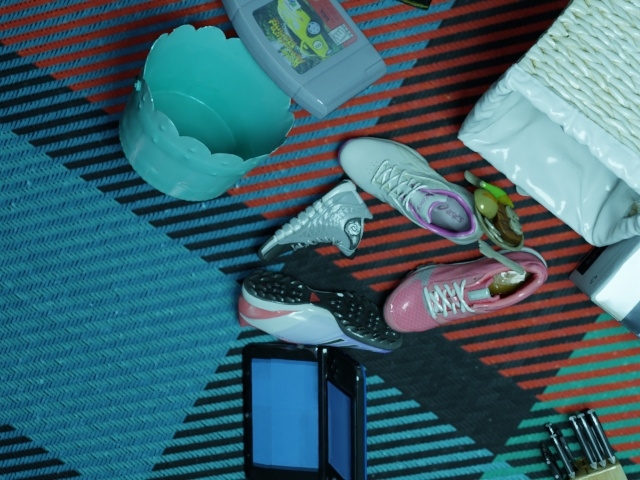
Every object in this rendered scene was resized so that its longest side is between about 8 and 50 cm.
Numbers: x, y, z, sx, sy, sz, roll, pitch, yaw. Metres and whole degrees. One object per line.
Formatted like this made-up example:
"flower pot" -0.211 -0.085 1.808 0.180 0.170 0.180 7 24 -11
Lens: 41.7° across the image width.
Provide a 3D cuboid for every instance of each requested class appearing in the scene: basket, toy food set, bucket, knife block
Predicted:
"basket" 0.448 -0.198 1.337 0.331 0.328 0.266 40 82 3
"toy food set" 0.314 -0.039 1.457 0.132 0.192 0.038 27 131 -29
"bucket" -0.208 -0.215 1.469 0.281 0.281 0.183 51 137 0
"knife block" 0.530 0.442 1.541 0.276 0.088 0.242 21 100 6

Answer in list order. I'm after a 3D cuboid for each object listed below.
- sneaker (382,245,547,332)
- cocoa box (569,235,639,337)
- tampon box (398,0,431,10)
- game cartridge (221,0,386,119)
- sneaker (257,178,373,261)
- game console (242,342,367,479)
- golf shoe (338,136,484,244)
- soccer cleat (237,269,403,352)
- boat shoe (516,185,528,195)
"sneaker" 0.258 0.086 1.509 0.314 0.136 0.115 -20 93 6
"cocoa box" 0.631 0.018 1.405 0.228 0.231 0.347 38 101 2
"tampon box" 0.148 -0.475 1.454 0.121 0.161 0.101 22 99 6
"game cartridge" -0.036 -0.367 1.495 0.196 0.060 0.294 -39 90 -26
"sneaker" 0.000 0.000 1.571 0.229 0.086 0.132 -37 92 10
"game console" -0.034 0.353 1.578 0.174 0.250 0.292 -3 97 -18
"golf shoe" 0.166 -0.095 1.508 0.306 0.140 0.115 30 101 5
"soccer cleat" -0.003 0.155 1.592 0.319 0.108 0.116 18 128 -2
"boat shoe" 0.417 -0.108 1.520 0.125 0.038 0.046 -21 74 9
